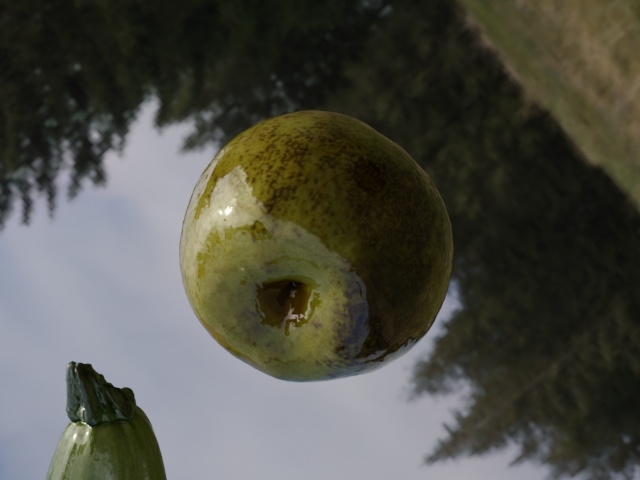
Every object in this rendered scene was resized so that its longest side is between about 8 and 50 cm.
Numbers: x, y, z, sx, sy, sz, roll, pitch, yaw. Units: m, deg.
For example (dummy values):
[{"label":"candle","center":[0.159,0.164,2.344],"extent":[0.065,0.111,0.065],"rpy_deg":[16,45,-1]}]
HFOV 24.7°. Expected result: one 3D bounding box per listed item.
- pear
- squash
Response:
[{"label":"pear","center":[0.000,0.000,1.060],"extent":[0.197,0.197,0.197],"rpy_deg":[49,-172,-10]},{"label":"squash","center":[-0.161,0.151,1.127],"extent":[0.105,0.132,0.105],"rpy_deg":[6,-153,-3]}]
